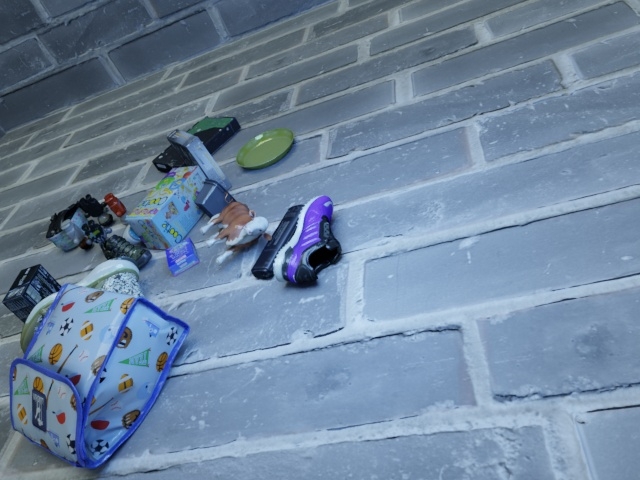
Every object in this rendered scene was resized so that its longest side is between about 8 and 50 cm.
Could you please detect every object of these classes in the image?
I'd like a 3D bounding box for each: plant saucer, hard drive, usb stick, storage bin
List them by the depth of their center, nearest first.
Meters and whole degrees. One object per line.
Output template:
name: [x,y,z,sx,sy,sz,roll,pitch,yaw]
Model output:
usb stick: [-0.115,0.000,1.562,0.077,0.045,0.278,-8,40,37]
storage bin: [-0.347,-0.126,1.799,0.098,0.135,0.091,15,65,43]
plant saucer: [-0.203,-0.338,2.031,0.241,0.037,0.241,-17,37,14]
hard drive: [-0.526,-0.408,2.300,0.237,0.064,0.339,13,54,42]

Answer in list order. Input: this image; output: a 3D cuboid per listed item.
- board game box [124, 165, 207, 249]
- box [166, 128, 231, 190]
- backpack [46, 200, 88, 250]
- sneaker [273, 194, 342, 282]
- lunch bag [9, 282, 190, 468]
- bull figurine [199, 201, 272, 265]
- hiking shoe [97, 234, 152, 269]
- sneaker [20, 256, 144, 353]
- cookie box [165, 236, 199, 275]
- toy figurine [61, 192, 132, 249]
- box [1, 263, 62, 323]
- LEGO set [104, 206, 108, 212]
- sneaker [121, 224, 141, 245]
board game box: [-0.509,-0.115,1.868,0.142,0.144,0.275,1,44,35]
box: [-0.438,-0.285,1.953,0.056,0.231,0.183,-45,39,-16]
backpack: [-0.994,-0.050,2.128,0.152,0.115,0.182,-30,36,18]
sneaker: [0.000,0.001,1.451,0.146,0.102,0.293,5,52,31]
lunch bag: [-0.567,0.320,1.320,0.327,0.239,0.385,5,64,36]
bull figurine: [-0.257,-0.031,1.625,0.188,0.101,0.310,-33,23,-5]
hiking shoe: [-0.664,0.038,1.808,0.226,0.114,0.086,2,46,34]
sneaker: [-0.697,0.225,1.600,0.410,0.158,0.182,-39,55,-7]
cookie box: [-0.439,0.050,1.711,0.092,0.040,0.107,-30,36,-3]
toy figurine: [-0.827,-0.062,2.019,0.213,0.148,0.210,-1,50,29]
box: [-0.887,0.192,1.711,0.077,0.180,0.147,-17,38,12]
LEGO set: [-0.887,-0.131,2.239,0.083,0.023,0.054,-35,37,-31]
sneaker: [-0.637,-0.067,1.942,0.092,0.087,0.229,-33,19,35]
